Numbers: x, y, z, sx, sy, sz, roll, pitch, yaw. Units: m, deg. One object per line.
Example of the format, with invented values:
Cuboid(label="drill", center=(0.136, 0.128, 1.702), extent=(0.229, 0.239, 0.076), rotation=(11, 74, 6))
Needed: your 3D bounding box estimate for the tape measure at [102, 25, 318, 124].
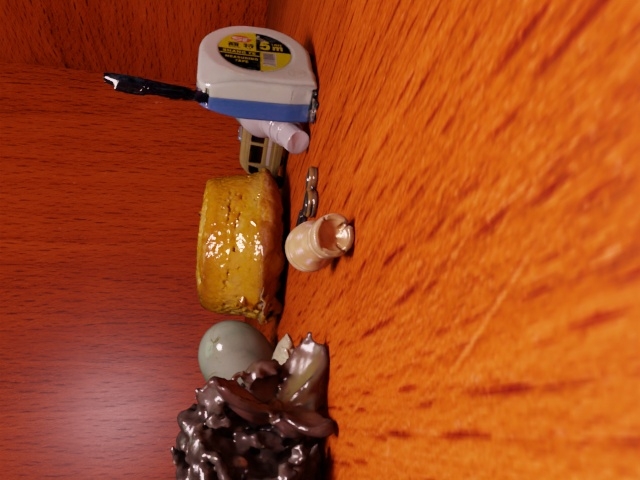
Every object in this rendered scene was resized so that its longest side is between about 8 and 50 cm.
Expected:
Cuboid(label="tape measure", center=(-0.184, -0.296, 1.011), extent=(0.097, 0.352, 0.215), rotation=(106, 162, -45))

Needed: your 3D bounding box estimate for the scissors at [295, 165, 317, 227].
Cuboid(label="scissors", center=(-0.030, -0.045, 1.005), extent=(0.220, 0.017, 0.087), rotation=(114, 158, -65))

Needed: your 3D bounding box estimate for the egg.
Cuboid(label="egg", center=(-0.193, 0.276, 1.327), extent=(0.230, 0.168, 0.167), rotation=(70, -169, -48))

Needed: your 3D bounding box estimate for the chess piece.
Cuboid(label="chess piece", center=(0.000, 0.000, 0.688), extent=(0.122, 0.066, 0.066), rotation=(147, 126, -72))

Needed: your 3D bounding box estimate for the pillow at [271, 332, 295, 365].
Cuboid(label="pillow", center=(-0.081, 0.341, 0.968), extent=(0.280, 0.076, 0.274), rotation=(106, 164, -49))

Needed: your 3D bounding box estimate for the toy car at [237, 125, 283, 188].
Cuboid(label="toy car", center=(-0.140, -0.232, 1.394), extent=(0.256, 0.125, 0.101), rotation=(108, 164, -52))

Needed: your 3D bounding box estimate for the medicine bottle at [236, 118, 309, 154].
Cuboid(label="medicine bottle", center=(-0.119, -0.269, 1.152), extent=(0.352, 0.110, 0.110), rotation=(49, 139, 45))

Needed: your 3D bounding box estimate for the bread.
Cuboid(label="bread", center=(-0.187, 0.018, 1.346), extent=(0.336, 0.204, 0.357), rotation=(100, 168, -66))

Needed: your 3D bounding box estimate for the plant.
Cuboid(label="plant", center=(-0.078, 0.259, 0.700), extent=(0.178, 0.204, 0.233), rotation=(39, 121, 29))
